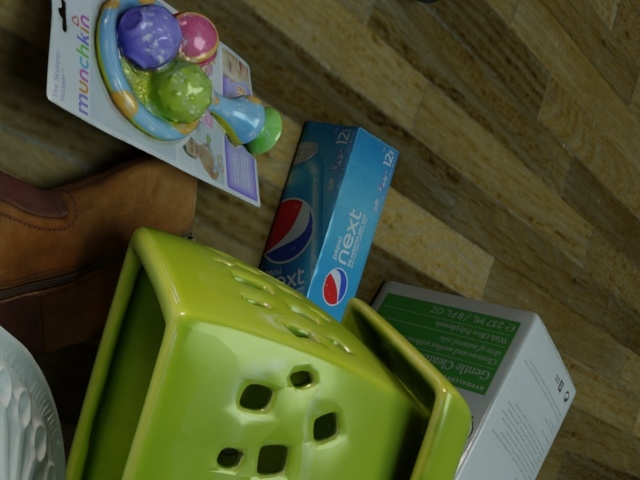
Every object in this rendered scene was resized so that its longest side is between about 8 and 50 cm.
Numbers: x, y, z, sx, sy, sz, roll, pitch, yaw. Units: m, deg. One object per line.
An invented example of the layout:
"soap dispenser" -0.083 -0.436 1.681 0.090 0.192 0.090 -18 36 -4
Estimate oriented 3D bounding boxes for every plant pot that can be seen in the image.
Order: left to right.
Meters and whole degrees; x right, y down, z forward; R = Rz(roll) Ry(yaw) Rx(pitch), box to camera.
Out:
"plant pot" -0.042 0.137 0.664 0.207 0.227 0.228 14 99 -18

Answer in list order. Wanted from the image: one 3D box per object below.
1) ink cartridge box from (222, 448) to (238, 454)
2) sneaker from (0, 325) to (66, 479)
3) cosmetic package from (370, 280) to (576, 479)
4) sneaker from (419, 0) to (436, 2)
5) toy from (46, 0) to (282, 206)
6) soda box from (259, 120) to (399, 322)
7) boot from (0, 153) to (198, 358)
"ink cartridge box" -0.010 0.149 0.881 0.175 0.127 0.072 1 88 -35
"sneaker" -0.290 0.104 0.546 0.323 0.236 0.130 80 7 -50
"cosmetic package" 0.083 0.241 1.005 0.365 0.197 0.155 -58 137 -25
"sneaker" 0.112 -0.351 0.947 0.101 0.106 0.267 -32 123 -22
"toy" -0.099 -0.126 0.751 0.237 0.056 0.137 31 49 -57
"soda box" 0.000 0.000 0.942 0.071 0.067 0.210 25 79 -50
"boot" -0.179 -0.034 0.694 0.280 0.096 0.264 -18 112 -48
